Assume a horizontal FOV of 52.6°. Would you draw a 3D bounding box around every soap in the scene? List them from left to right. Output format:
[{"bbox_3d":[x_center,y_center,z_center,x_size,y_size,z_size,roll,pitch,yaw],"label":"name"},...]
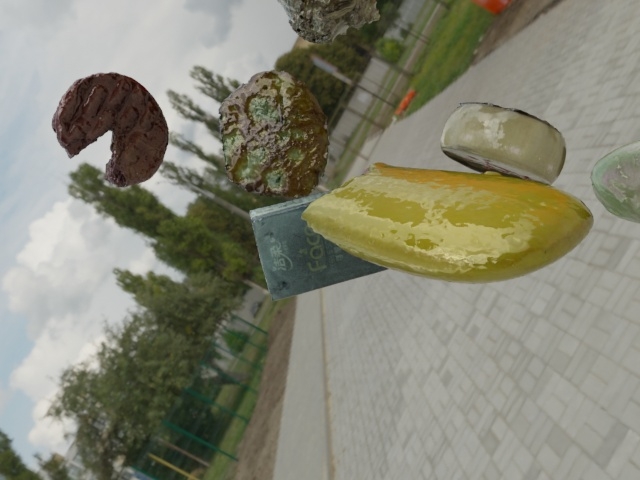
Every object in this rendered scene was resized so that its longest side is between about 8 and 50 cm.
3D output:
[{"bbox_3d":[0.197,-0.032,1.014,0.306,0.427,0.115,-22,-65,-37],"label":"soap"}]

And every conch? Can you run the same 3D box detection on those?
[{"bbox_3d":[-0.009,-0.446,1.164,0.178,0.245,0.163,107,-173,-63],"label":"conch"}]

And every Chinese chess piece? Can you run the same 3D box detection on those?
[{"bbox_3d":[0.367,-0.190,1.308,0.250,0.249,0.103,-136,67,-87],"label":"Chinese chess piece"}]

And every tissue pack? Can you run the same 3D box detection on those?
[{"bbox_3d":[0.000,0.000,1.321,0.081,0.257,0.185,-122,18,-70],"label":"tissue pack"}]

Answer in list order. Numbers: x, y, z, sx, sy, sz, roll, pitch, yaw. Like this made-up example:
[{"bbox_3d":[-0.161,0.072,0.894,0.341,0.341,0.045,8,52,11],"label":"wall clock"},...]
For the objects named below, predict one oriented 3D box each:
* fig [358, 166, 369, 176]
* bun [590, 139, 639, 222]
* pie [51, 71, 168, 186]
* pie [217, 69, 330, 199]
[{"bbox_3d":[0.161,-0.154,1.708,0.153,0.119,0.119,-38,19,49],"label":"fig"},{"bbox_3d":[0.810,-0.120,1.550,0.293,0.293,0.187,125,146,-67],"label":"bun"},{"bbox_3d":[-0.384,-0.207,1.211,0.054,0.219,0.204,-3,45,47],"label":"pie"},{"bbox_3d":[-0.118,-0.270,1.709,0.103,0.288,0.355,35,-135,-83],"label":"pie"}]
